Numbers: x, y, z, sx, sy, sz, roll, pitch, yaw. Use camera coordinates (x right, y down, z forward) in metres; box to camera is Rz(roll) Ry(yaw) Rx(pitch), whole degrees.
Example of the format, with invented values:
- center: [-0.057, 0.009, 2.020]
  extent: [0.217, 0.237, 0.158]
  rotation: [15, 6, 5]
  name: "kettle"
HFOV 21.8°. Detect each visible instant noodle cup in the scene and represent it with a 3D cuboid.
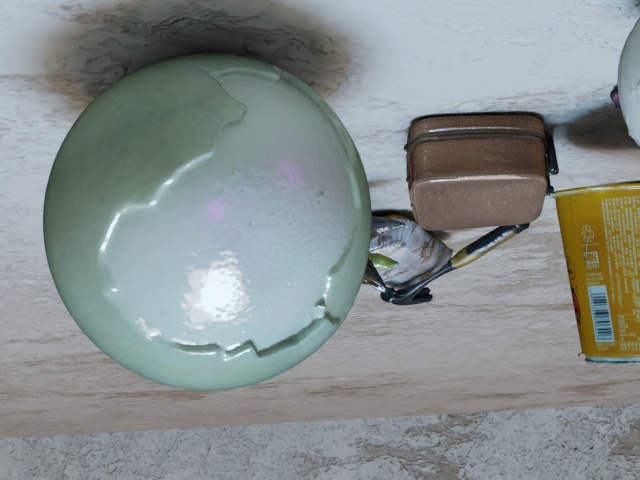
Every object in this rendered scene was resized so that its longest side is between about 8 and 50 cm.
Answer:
- center: [0.331, 0.027, 1.606]
  extent: [0.215, 0.172, 0.216]
  rotation: [-3, 179, 0]
  name: "instant noodle cup"

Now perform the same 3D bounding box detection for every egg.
- center: [-0.092, -0.016, 1.379]
  extent: [0.278, 0.278, 0.336]
  rotation: [-1, 173, -5]
  name: "egg"

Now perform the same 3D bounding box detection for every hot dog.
- center: [0.089, 0.013, 1.995]
  extent: [0.108, 0.059, 0.191]
  rotation: [-21, 157, 18]
  name: "hot dog"

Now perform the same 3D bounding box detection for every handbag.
- center: [0.160, -0.067, 1.658]
  extent: [0.151, 0.072, 0.193]
  rotation: [-3, 164, 6]
  name: "handbag"

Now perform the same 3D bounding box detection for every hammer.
- center: [0.168, 0.025, 1.995]
  extent: [0.201, 0.021, 0.078]
  rotation: [-33, 155, 26]
  name: "hammer"

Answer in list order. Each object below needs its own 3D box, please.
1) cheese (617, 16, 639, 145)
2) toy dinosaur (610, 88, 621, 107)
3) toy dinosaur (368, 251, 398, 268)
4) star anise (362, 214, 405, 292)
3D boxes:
- center: [0.323, -0.124, 1.282]
  extent: [0.189, 0.154, 0.198]
  rotation: [5, 166, -4]
  name: "cheese"
- center: [0.331, -0.108, 1.562]
  extent: [0.139, 0.070, 0.286]
  rotation: [10, 173, -2]
  name: "toy dinosaur"
- center: [-0.035, 0.030, 1.925]
  extent: [0.259, 0.094, 0.153]
  rotation: [7, 150, 10]
  name: "toy dinosaur"
- center: [0.000, 0.000, 1.806]
  extent: [0.180, 0.061, 0.205]
  rotation: [10, 132, 6]
  name: "star anise"
